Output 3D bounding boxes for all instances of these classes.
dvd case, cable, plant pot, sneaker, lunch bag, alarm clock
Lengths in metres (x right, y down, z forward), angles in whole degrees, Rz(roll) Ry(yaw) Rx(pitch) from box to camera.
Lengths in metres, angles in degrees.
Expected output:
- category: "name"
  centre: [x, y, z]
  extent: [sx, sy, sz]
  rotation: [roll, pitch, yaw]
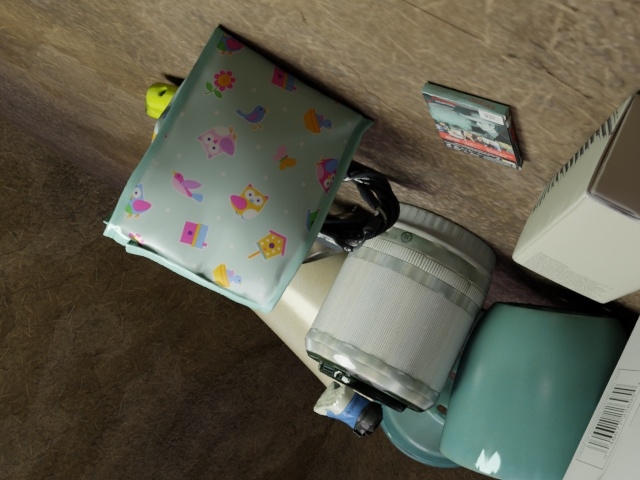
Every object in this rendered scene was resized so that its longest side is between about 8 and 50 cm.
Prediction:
- category: "dvd case"
  centre: [0.151, -0.110, 0.814]
  extent: [0.087, 0.013, 0.119]
  rotation: [23, 171, 27]
- category: "cable"
  centre: [0.012, -0.060, 1.118]
  extent: [0.185, 0.150, 0.047]
  rotation: [24, 139, 23]
- category: "plant pot"
  centre: [0.295, 0.309, 1.801]
  extent: [0.341, 0.341, 0.334]
  rotation: [26, 163, 8]
- category: "sneaker"
  centre: [0.045, 0.251, 1.221]
  extent: [0.085, 0.058, 0.152]
  rotation: [37, 163, -4]
- category: "lunch bag"
  centre: [-0.098, -0.070, 0.968]
  extent: [0.223, 0.262, 0.160]
  rotation: [29, 170, -12]
- category: "plant pot"
  centre: [0.038, 0.122, 1.581]
  extent: [0.305, 0.333, 0.334]
  rotation: [38, 172, 7]
- category: "plant pot"
  centre: [0.335, 0.216, 1.236]
  extent: [0.293, 0.235, 0.293]
  rotation: [6, 179, 0]
- category: "alarm clock"
  centre: [0.000, 0.000, 1.415]
  extent: [0.192, 0.064, 0.129]
  rotation: [-26, 171, 32]

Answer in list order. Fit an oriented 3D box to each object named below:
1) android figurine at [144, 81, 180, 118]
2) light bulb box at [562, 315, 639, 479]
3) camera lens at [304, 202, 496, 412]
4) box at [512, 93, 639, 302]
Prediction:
- category: "android figurine"
  centre: [-0.144, -0.159, 1.255]
  extent: [0.273, 0.056, 0.248]
  rotation: [22, 169, 38]
- category: "light bulb box"
  centre: [0.520, 0.310, 0.991]
  extent: [0.361, 0.357, 0.225]
  rotation: [29, 173, -1]
- category: "camera lens"
  centre: [0.120, 0.106, 1.263]
  extent: [0.219, 0.274, 0.219]
  rotation: [26, 171, 5]
- category: "box"
  centre: [0.261, -0.023, 0.733]
  extent: [0.113, 0.094, 0.275]
  rotation: [26, 170, 5]
